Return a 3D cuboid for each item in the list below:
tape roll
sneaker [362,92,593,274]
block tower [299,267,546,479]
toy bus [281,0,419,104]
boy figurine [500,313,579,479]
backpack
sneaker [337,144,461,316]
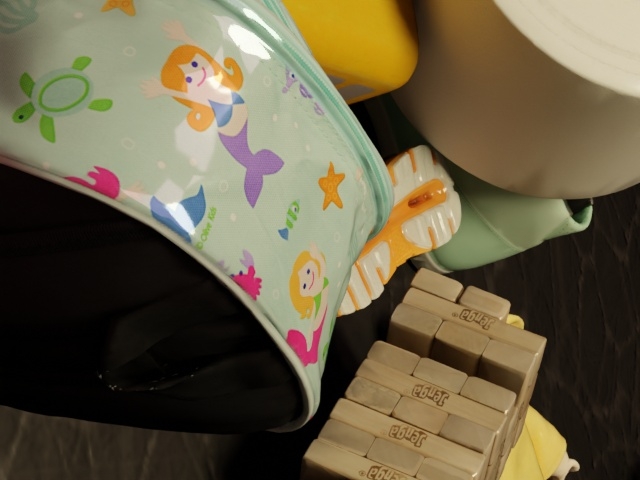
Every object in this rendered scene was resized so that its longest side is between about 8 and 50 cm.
[{"bbox_3d":[0.164,-0.165,1.013,0.246,0.169,0.246,5,71,-13],"label":"tape roll"},{"bbox_3d":[0.104,-0.112,1.135,0.094,0.151,0.256,-30,105,-56],"label":"sneaker"},{"bbox_3d":[0.025,0.159,0.912,0.097,0.091,0.335,96,21,-44],"label":"block tower"},{"bbox_3d":[-0.090,-0.138,0.859,0.333,0.130,0.108,9,71,-56],"label":"toy bus"},{"bbox_3d":[0.128,0.169,1.132,0.177,0.092,0.285,-33,110,-53],"label":"boy figurine"},{"bbox_3d":[-0.100,-0.030,0.643,0.191,0.253,0.225,-63,143,-22],"label":"backpack"},{"bbox_3d":[0.000,0.000,1.004,0.215,0.083,0.084,-18,95,-53],"label":"sneaker"}]
